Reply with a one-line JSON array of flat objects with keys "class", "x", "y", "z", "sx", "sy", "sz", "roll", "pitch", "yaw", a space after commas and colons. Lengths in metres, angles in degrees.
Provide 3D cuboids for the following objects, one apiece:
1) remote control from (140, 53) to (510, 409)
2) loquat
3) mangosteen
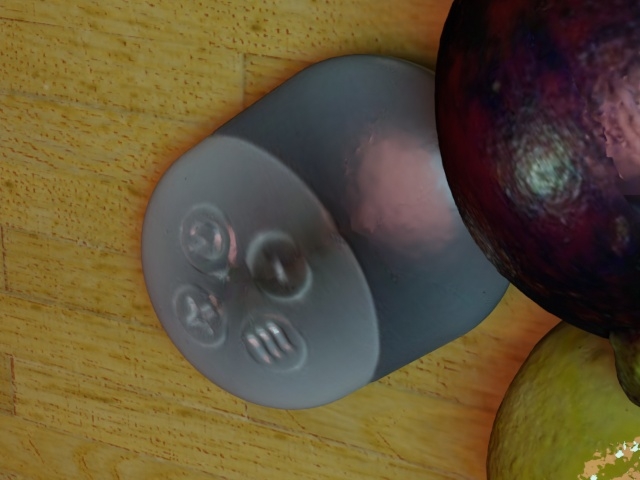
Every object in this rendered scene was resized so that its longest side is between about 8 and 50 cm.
[{"class": "remote control", "x": 0.000, "y": 0.000, "z": 1.098, "sx": 0.332, "sy": 0.103, "sz": 0.221, "roll": -32, "pitch": 93, "yaw": 33}, {"class": "loquat", "x": 0.214, "y": 0.161, "z": 0.953, "sx": 0.244, "sy": 0.244, "sz": 0.243, "roll": 11, "pitch": 113, "yaw": 27}, {"class": "mangosteen", "x": 0.223, "y": -0.050, "z": 0.810, "sx": 0.306, "sy": 0.306, "sz": 0.359, "roll": -35, "pitch": 63, "yaw": 35}]
